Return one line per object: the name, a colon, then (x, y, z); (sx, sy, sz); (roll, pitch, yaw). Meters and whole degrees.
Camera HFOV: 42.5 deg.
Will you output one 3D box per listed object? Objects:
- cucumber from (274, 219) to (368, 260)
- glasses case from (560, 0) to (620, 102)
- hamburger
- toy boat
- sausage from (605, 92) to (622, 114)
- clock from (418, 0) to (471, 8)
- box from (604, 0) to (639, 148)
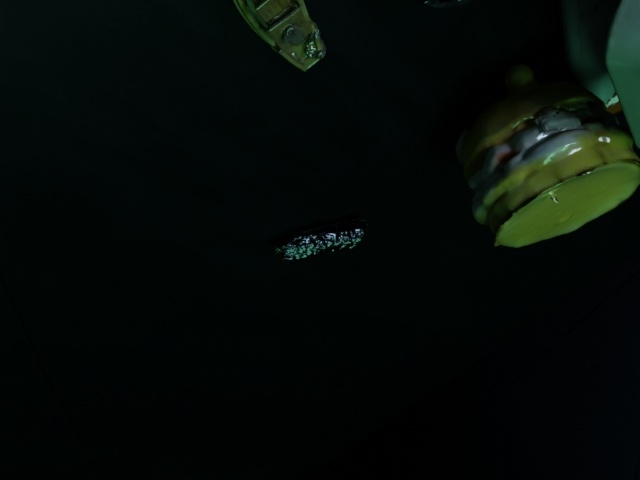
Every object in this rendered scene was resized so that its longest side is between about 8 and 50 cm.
cucumber: (0.000, 0.000, 1.393); (0.181, 0.053, 0.053); (-12, 149, -30)
glasses case: (0.422, -0.324, 1.224); (0.128, 0.083, 0.308); (-38, 154, 2)
hamburger: (0.347, -0.140, 1.308); (0.276, 0.237, 0.276); (-19, 159, -8)
toy boat: (-0.047, -0.244, 0.877); (0.064, 0.072, 0.206); (-36, 155, 7)
sausage: (0.565, -0.313, 1.381); (0.330, 0.102, 0.102); (-34, 154, 9)
clock: (0.252, -0.381, 0.906); (0.379, 0.120, 0.276); (-17, 154, -26)
box: (0.490, -0.329, 1.078); (0.373, 0.090, 0.367); (29, 84, -58)
